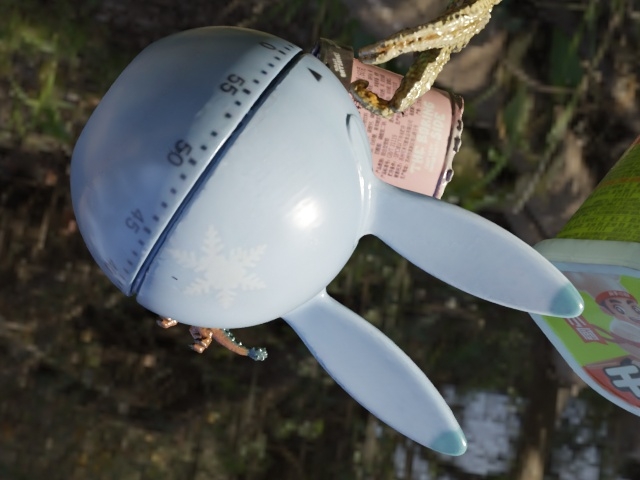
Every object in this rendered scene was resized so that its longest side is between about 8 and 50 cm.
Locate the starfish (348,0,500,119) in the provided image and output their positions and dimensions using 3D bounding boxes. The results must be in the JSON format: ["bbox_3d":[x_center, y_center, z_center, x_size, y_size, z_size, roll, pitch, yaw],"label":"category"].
[{"bbox_3d":[0.110,-0.154,0.989,0.053,0.209,0.150,54,147,-3],"label":"starfish"}]

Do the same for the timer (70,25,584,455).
[{"bbox_3d":[-0.008,-0.015,0.788,0.255,0.175,0.175,22,160,-19],"label":"timer"}]

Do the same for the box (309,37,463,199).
[{"bbox_3d":[0.041,-0.080,1.236,0.135,0.151,0.151,14,163,-10],"label":"box"}]

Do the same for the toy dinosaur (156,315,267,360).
[{"bbox_3d":[-0.121,0.081,1.504,0.154,0.055,0.049,33,158,-5],"label":"toy dinosaur"}]

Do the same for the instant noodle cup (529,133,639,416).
[{"bbox_3d":[0.396,-0.004,1.470,0.294,0.308,0.294,31,156,15],"label":"instant noodle cup"}]
